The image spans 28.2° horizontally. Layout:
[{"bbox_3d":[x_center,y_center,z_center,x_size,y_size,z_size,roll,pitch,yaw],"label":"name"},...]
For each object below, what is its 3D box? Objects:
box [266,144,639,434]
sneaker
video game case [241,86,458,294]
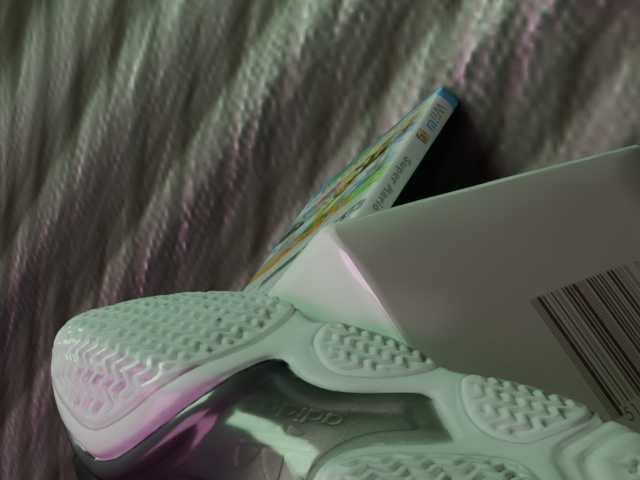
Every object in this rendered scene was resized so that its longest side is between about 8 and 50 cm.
[{"bbox_3d":[0.031,0.138,0.588,0.168,0.215,0.345,57,133,18],"label":"box"},{"bbox_3d":[0.013,0.116,0.381,0.268,0.101,0.153,20,115,46],"label":"sneaker"},{"bbox_3d":[0.000,0.000,0.628,0.015,0.166,0.119,43,135,-8],"label":"video game case"}]
